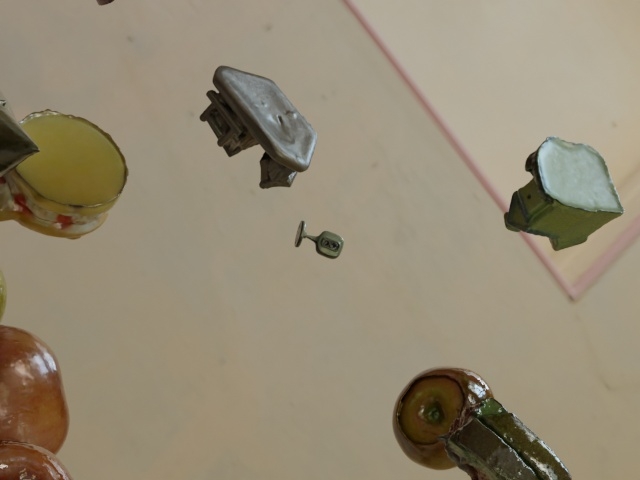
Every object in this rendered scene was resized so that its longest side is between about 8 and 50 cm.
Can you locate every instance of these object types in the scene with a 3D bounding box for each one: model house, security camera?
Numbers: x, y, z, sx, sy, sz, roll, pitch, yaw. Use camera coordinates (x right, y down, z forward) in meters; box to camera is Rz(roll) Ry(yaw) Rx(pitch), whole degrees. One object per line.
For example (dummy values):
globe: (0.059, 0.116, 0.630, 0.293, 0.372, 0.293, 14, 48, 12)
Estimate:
model house: (0.494, -0.089, 2.368, 0.189, 0.214, 0.195, -54, -138, 44)
model house: (-0.118, -0.189, 1.931, 0.122, 0.229, 0.188, -42, -178, -34)
security camera: (0.000, 0.000, 2.129, 0.058, 0.092, 0.058, -165, -90, -83)

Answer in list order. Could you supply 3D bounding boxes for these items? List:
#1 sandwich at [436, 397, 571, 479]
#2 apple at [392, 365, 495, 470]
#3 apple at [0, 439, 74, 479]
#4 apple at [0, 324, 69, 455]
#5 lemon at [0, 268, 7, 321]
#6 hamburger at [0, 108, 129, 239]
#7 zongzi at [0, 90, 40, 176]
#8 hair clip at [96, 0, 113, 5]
sandwich: (0.262, 0.334, 1.639, 0.109, 0.185, 0.160, -37, 169, -28)
apple: (0.268, 0.388, 2.417, 0.237, 0.237, 0.207, -35, 164, 20)
apple: (-0.373, 0.341, 1.263, 0.218, 0.218, 0.201, -50, 177, -43)
apple: (-0.538, 0.275, 1.862, 0.206, 0.272, 0.251, -11, 180, -23)
lemon: (-0.730, 0.099, 2.131, 0.267, 0.267, 0.267, -38, -169, 9)
hamburger: (-0.581, -0.121, 2.375, 0.302, 0.261, 0.186, -22, 160, -47)
zongzi: (-0.684, -0.131, 1.940, 0.356, 0.174, 0.393, -31, -151, -13)
hair clip: (-0.378, -0.428, 1.883, 0.022, 0.054, 0.137, -30, -160, -14)
